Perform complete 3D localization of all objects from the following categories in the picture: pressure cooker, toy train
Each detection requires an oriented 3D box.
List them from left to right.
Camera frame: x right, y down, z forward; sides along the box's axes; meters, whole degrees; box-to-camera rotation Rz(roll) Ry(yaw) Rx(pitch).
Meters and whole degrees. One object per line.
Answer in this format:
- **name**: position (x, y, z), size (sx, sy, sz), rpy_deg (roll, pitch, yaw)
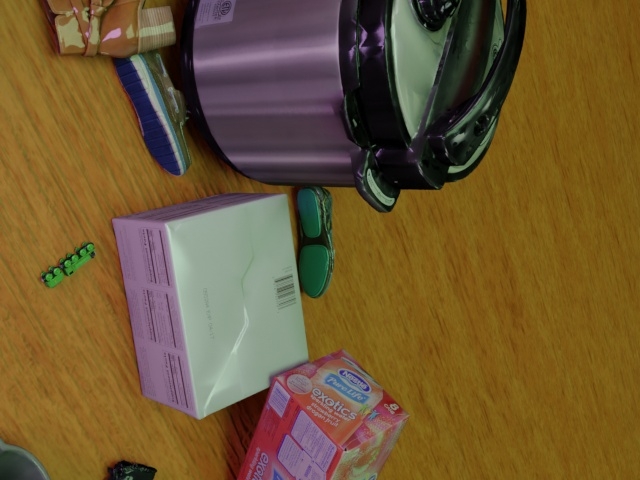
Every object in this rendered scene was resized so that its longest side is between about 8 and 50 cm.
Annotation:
- **toy train**: position (-0.325, 0.032, 0.994), size (0.083, 0.017, 0.024), rpy_deg (-42, 130, -33)
- **pressure cooker**: position (0.067, -0.245, 1.042), size (0.375, 0.420, 0.370), rpy_deg (-30, 117, -49)

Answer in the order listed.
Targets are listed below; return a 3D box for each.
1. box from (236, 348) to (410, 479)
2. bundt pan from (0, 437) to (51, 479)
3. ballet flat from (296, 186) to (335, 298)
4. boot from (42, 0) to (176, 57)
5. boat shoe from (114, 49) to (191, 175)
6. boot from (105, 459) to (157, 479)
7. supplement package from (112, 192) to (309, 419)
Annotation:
- **box**: position (-0.009, 0.331, 1.134), size (0.142, 0.154, 0.300), rpy_deg (-15, 135, -42)
- **bundt pan**: position (-0.398, 0.372, 0.801), size (0.331, 0.124, 0.331), rpy_deg (52, 21, -29)
- **ballet flat**: position (0.000, 0.000, 1.273), size (0.070, 0.070, 0.189), rpy_deg (-9, 103, -43)
- **boot**: position (-0.280, -0.328, 0.977), size (0.152, 0.073, 0.197), rpy_deg (-13, 81, -22)
- **boat shoe**: position (-0.212, -0.180, 1.052), size (0.066, 0.066, 0.183), rpy_deg (-36, 117, -38)
- **boot**: position (-0.254, 0.365, 1.070), size (0.121, 0.045, 0.099), rpy_deg (28, 71, -40)
- **supplement package**: position (-0.149, 0.078, 1.076), size (0.204, 0.145, 0.262), rpy_deg (-17, 106, -41)
